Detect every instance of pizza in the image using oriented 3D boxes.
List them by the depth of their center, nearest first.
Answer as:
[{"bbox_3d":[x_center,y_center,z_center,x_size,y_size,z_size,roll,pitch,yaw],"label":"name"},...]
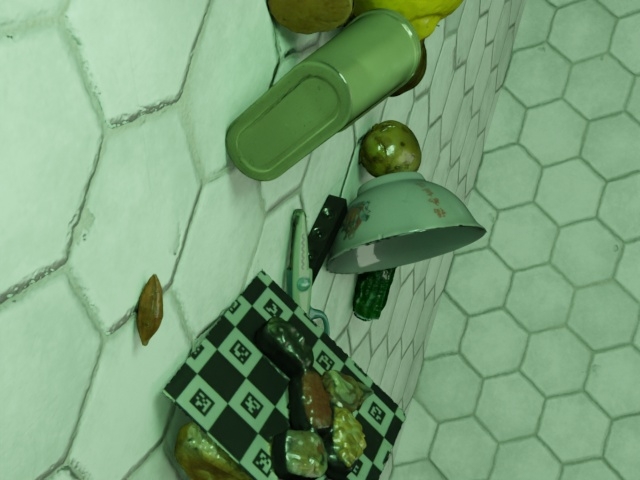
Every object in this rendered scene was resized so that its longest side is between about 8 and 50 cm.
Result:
[{"bbox_3d":[-0.139,0.355,1.267,0.257,0.268,0.087,-27,-145,51],"label":"pizza"}]

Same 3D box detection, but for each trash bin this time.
[{"bbox_3d":[0.007,-0.207,1.172,0.243,0.121,0.247,-34,-171,37],"label":"trash bin"}]

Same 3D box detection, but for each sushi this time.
[{"bbox_3d":[-0.016,0.235,1.250,0.064,0.359,0.343,-42,-174,34],"label":"sushi"}]

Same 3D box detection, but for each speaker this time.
[{"bbox_3d":[0.000,0.000,1.588,0.046,0.040,0.191,80,30,-55],"label":"speaker"}]

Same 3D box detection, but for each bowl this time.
[{"bbox_3d":[0.163,-0.048,1.719,0.345,0.345,0.157,32,45,-72],"label":"bowl"}]

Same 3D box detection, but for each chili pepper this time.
[{"bbox_3d":[0.149,0.051,1.991,0.136,0.099,0.271,-30,138,-54],"label":"chili pepper"}]

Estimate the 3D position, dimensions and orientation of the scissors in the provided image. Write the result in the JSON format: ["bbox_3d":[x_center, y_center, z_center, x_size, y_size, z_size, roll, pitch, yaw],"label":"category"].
[{"bbox_3d":[-0.040,0.084,1.493,0.138,0.041,0.289,-7,106,-29],"label":"scissors"}]

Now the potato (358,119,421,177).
[{"bbox_3d":[0.156,-0.190,1.770,0.176,0.137,0.137,-32,134,-69],"label":"potato"}]

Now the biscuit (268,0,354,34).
[{"bbox_3d":[0.018,-0.386,1.059,0.340,0.215,0.047,120,-24,-63],"label":"biscuit"}]

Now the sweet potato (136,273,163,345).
[{"bbox_3d":[-0.212,0.086,1.027,0.034,0.034,0.095,-18,123,-69],"label":"sweet potato"}]

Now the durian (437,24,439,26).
[{"bbox_3d":[0.153,-0.469,1.577,0.221,0.137,0.096,59,15,-60],"label":"durian"}]

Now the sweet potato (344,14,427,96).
[{"bbox_3d":[0.127,-0.344,1.515,0.370,0.157,0.158,48,59,-75],"label":"sweet potato"}]

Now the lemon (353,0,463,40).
[{"bbox_3d":[0.124,-0.448,1.261,0.233,0.233,0.288,-7,86,-71],"label":"lemon"}]
